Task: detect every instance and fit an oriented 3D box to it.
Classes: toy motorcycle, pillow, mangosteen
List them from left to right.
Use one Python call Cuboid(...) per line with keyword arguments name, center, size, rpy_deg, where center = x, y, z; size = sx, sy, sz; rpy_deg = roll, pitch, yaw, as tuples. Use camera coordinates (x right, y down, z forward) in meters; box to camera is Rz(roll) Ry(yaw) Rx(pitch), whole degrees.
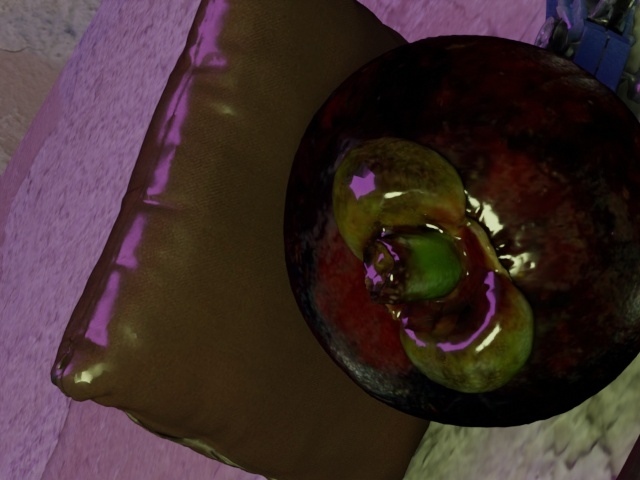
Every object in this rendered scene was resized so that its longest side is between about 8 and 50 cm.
Cuboid(name="pillow", center=(0.000, 0.000, 1.173), size=(0.108, 0.308, 0.305), rpy_deg=(11, 75, 42))
Cuboid(name="mangosteen", center=(0.074, -0.009, 1.017), size=(0.216, 0.216, 0.216), rpy_deg=(-54, 22, 34))
Cuboid(name="toy motorcycle", center=(0.148, -0.088, 1.176), size=(0.114, 0.076, 0.205), rpy_deg=(157, 134, -74))

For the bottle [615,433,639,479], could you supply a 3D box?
Cuboid(name="bottle", center=(0.190, 0.064, 0.885), size=(0.164, 0.060, 0.060), rpy_deg=(-64, 18, 7))
